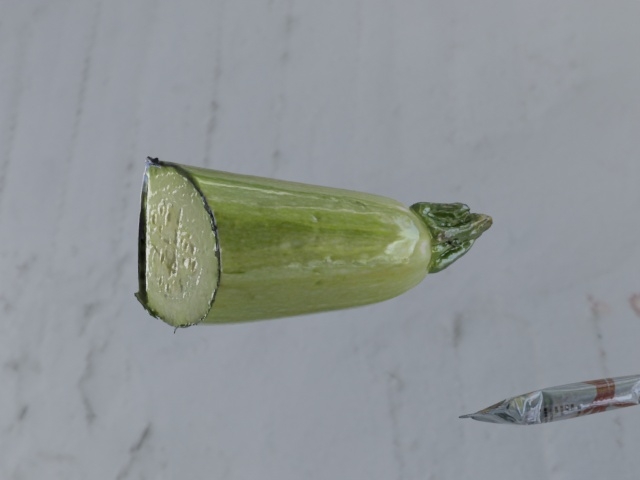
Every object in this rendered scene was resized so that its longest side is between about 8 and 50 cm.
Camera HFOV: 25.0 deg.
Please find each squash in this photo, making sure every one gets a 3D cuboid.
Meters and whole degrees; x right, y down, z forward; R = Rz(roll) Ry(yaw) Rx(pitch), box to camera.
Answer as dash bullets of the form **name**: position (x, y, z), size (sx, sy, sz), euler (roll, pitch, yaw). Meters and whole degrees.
- **squash**: position (-0.001, 0.014, 1.147), size (0.137, 0.287, 0.137), euler (-175, -90, -80)

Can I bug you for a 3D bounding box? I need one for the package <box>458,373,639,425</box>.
- **package**: position (0.118, 0.072, 0.652), size (0.037, 0.110, 0.015), euler (144, -63, -63)
